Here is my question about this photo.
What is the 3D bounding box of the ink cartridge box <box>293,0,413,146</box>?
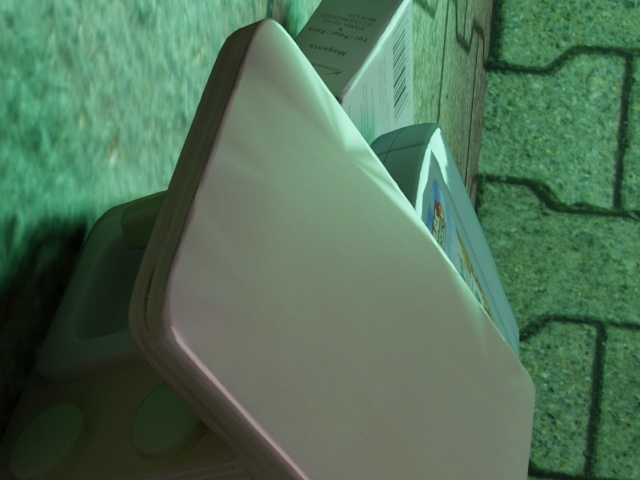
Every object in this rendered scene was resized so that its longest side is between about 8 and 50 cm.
[{"bbox_3d":[0.000,0.000,0.941,0.275,0.060,0.239,85,27,-45],"label":"ink cartridge box"}]

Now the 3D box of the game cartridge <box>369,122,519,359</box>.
[{"bbox_3d":[0.066,0.065,0.816,0.297,0.062,0.198,-79,153,-53],"label":"game cartridge"}]

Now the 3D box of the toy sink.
[{"bbox_3d":[-0.029,0.060,0.536,0.234,0.131,0.152,52,36,-35],"label":"toy sink"}]
